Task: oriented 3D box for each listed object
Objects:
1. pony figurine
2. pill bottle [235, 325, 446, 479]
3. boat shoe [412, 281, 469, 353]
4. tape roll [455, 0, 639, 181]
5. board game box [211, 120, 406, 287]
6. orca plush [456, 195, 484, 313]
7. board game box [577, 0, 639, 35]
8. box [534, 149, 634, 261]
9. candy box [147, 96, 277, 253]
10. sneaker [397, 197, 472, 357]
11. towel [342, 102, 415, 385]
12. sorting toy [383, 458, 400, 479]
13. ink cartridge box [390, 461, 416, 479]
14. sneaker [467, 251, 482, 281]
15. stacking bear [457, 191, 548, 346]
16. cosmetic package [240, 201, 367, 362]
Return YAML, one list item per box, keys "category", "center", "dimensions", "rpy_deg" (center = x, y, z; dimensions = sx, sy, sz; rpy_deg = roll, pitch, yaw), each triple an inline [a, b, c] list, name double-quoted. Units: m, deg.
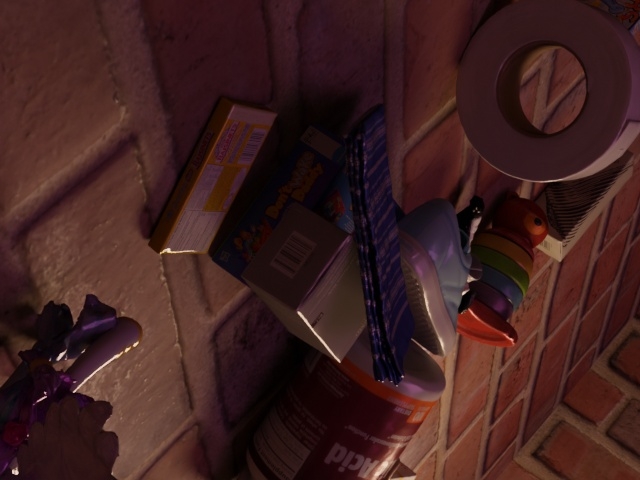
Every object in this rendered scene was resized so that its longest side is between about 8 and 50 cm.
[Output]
- category: "pony figurine"
  center: [-0.323, 0.205, 1.271]
  dimensions: [0.363, 0.302, 0.351]
  rpy_deg: [-51, 165, -56]
- category: "pill bottle"
  center: [0.016, 0.330, 2.061]
  dimensions: [0.392, 0.224, 0.224]
  rpy_deg: [-58, 156, 15]
- category: "boat shoe"
  center: [0.170, 0.158, 2.181]
  dimensions: [0.277, 0.096, 0.098]
  rpy_deg: [-41, 161, 32]
- category: "tape roll"
  center: [0.357, -0.230, 1.909]
  dimensions: [0.100, 0.286, 0.286]
  rpy_deg: [-6, 127, -60]
- category: "board game box"
  center: [0.000, 0.000, 1.795]
  dimensions: [0.233, 0.078, 0.347]
  rpy_deg: [-54, 156, -4]
- category: "orca plush"
  center: [0.214, 0.053, 2.244]
  dimensions: [0.102, 0.151, 0.287]
  rpy_deg: [9, 122, -29]
- category: "board game box"
  center: [0.522, -0.434, 2.137]
  dimensions: [0.201, 0.136, 0.035]
  rpy_deg: [-47, 155, -19]
- category: "box"
  center: [0.555, -0.095, 2.672]
  dimensions: [0.275, 0.113, 0.094]
  rpy_deg: [-49, 155, -17]
- category: "candy box"
  center: [-0.131, -0.075, 1.514]
  dimensions: [0.105, 0.027, 0.206]
  rpy_deg: [4, 118, -60]
- category: "sneaker"
  center: [0.191, 0.063, 1.968]
  dimensions: [0.150, 0.135, 0.366]
  rpy_deg: [-43, 155, -14]
- category: "towel"
  center: [0.086, 0.000, 1.646]
  dimensions: [0.243, 0.040, 0.336]
  rpy_deg: [-54, 137, -72]
- category: "sorting toy"
  center: [0.045, 0.449, 2.181]
  dimensions: [0.229, 0.307, 0.041]
  rpy_deg: [-57, 146, 6]
- category: "ink cartridge box"
  center: [0.044, 0.472, 2.376]
  dimensions: [0.168, 0.171, 0.232]
  rpy_deg: [-58, 156, 6]
- category: "sneaker"
  center: [0.222, 0.011, 2.175]
  dimensions: [0.053, 0.152, 0.061]
  rpy_deg: [-31, -178, -41]
- category: "stacking bear"
  center: [0.350, 0.043, 2.421]
  dimensions: [0.289, 0.175, 0.164]
  rpy_deg: [-59, -167, -18]
- category: "cosmetic package"
  center: [-0.003, 0.060, 1.644]
  dimensions: [0.127, 0.107, 0.238]
  rpy_deg: [-55, 154, -8]
